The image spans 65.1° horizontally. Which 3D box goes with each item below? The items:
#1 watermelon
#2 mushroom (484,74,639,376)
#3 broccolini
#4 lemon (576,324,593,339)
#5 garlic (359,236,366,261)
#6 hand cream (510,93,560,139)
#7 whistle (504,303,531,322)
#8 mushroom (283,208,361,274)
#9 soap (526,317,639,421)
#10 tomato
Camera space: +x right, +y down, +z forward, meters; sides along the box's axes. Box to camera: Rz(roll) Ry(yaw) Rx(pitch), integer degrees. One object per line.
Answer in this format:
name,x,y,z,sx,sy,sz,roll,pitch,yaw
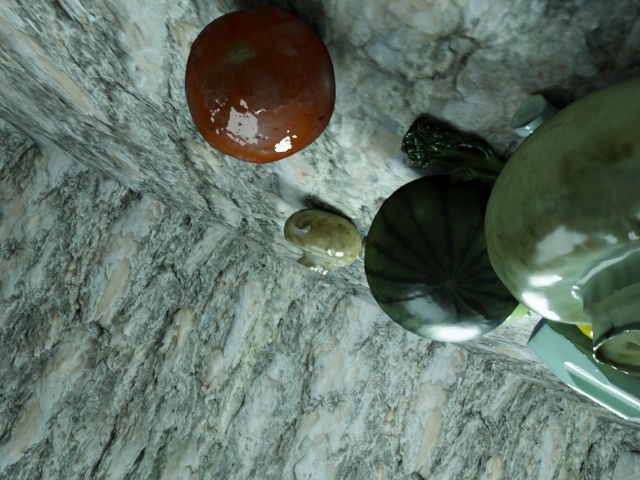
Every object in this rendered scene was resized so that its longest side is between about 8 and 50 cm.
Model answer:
watermelon,0.213,0.024,0.875,0.278,0.279,0.359,26,-162,-3
mushroom,0.347,-0.008,0.496,0.351,0.261,0.352,10,150,6
broccolini,0.303,-0.081,0.751,0.391,0.074,0.079,25,175,11
lemon,0.500,0.091,0.837,0.193,0.181,0.180,37,169,5
garlic,0.159,0.041,1.610,0.084,0.066,0.152,22,166,6
hand cream,0.350,-0.099,0.644,0.255,0.048,0.079,29,159,-20
whistle,0.414,0.089,1.228,0.294,0.141,0.141,46,164,-12
mushroom,0.000,0.000,1.499,0.254,0.184,0.255,28,-178,-1
soap,0.567,0.217,0.925,0.323,0.193,0.109,30,149,16
tomato,-0.079,-0.206,0.693,0.208,0.208,0.184,21,170,20
